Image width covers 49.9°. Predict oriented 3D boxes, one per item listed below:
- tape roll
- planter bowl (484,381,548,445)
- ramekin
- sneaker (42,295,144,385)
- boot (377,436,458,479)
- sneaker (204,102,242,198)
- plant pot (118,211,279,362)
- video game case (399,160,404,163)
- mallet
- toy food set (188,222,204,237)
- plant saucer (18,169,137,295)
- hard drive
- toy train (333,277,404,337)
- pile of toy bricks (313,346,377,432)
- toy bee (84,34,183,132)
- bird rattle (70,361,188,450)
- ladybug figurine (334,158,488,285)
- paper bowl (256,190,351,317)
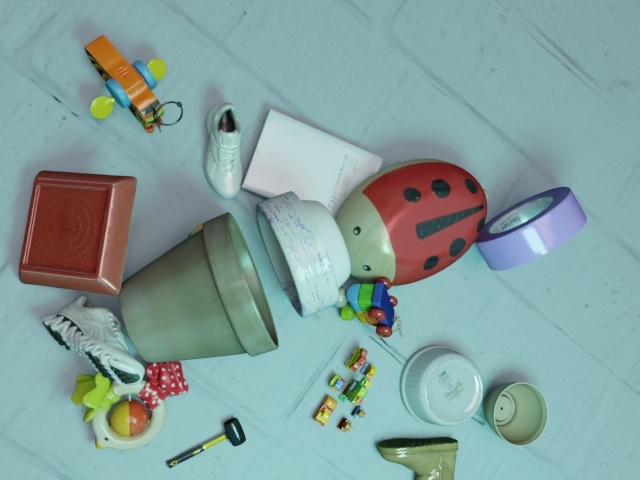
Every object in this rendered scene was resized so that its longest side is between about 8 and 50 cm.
[{"bbox_3d":[0.537,-0.031,1.774,0.274,0.275,0.090,-34,98,-17],"label":"tape roll"},{"bbox_3d":[0.501,0.450,1.817,0.162,0.109,0.162,1,86,-18],"label":"planter bowl"},{"bbox_3d":[0.318,0.378,1.765,0.207,0.109,0.207,1,86,-17],"label":"ramekin"},{"bbox_3d":[-0.467,0.206,1.464,0.118,0.292,0.110,-45,144,-29],"label":"sneaker"},{"bbox_3d":[0.252,0.643,1.738,0.236,0.089,0.270,4,86,-17],"label":"boot"},{"bbox_3d":[-0.227,-0.217,1.627,0.090,0.115,0.232,-6,88,-18],"label":"sneaker"},{"bbox_3d":[-0.275,0.132,1.515,0.280,0.323,0.323,-19,92,-1],"label":"plant pot"},{"bbox_3d":[0.262,-0.118,1.827,0.157,0.019,0.143,20,81,-16],"label":"video game case"},{"bbox_3d":[-0.264,0.491,1.614,0.189,0.039,0.062,-31,98,-12],"label":"mallet"},{"bbox_3d":[-0.276,0.005,1.647,0.083,0.020,0.082,42,76,-11],"label":"toy food set"},{"bbox_3d":[-0.536,-0.024,1.481,0.259,0.048,0.258,5,83,17],"label":"plant saucer"},{"bbox_3d":[-0.018,-0.170,1.730,0.318,0.040,0.210,21,80,-15],"label":"hard drive"},{"bbox_3d":[0.117,0.187,1.717,0.143,0.248,0.105,3,58,20],"label":"toy train"},{"bbox_3d":[0.083,0.377,1.691,0.118,0.105,0.212,37,77,-12],"label":"pile of toy bricks"},{"bbox_3d":[-0.427,-0.319,1.571,0.195,0.162,0.298,-19,67,-10],"label":"toy bee"},{"bbox_3d":[-0.424,0.365,1.548,0.253,0.143,0.207,-2,98,-31],"label":"bird rattle"},{"bbox_3d":[0.247,-0.046,1.711,0.449,0.162,0.305,-25,104,-19],"label":"ladybug figurine"},{"bbox_3d":[-0.032,0.021,1.579,0.148,0.284,0.284,-23,93,-10],"label":"paper bowl"}]
